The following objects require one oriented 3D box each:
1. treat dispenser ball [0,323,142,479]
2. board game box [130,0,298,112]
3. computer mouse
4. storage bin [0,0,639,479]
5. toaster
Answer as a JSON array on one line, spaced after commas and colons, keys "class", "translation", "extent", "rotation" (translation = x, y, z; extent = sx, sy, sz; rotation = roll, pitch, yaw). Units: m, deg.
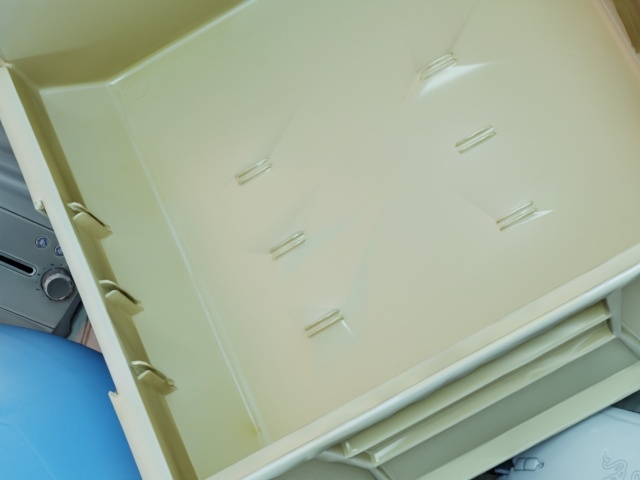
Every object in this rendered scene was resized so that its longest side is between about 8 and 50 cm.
[{"class": "treat dispenser ball", "translation": [-0.169, 0.182, 0.915], "extent": [0.288, 0.288, 0.288], "rotation": [-36, 43, 42]}, {"class": "board game box", "translation": [-0.026, -0.162, 1.018], "extent": [0.193, 0.053, 0.305], "rotation": [-35, 27, 4]}, {"class": "computer mouse", "translation": [0.090, 0.094, 0.804], "extent": [0.193, 0.042, 0.106], "rotation": [-5, 66, 57]}, {"class": "storage bin", "translation": [0.010, -0.040, 0.767], "extent": [0.260, 0.123, 0.262], "rotation": [-29, 64, 7]}, {"class": "toaster", "translation": [-0.233, -0.035, 1.296], "extent": [0.129, 0.146, 0.227], "rotation": [-57, 32, 16]}]
